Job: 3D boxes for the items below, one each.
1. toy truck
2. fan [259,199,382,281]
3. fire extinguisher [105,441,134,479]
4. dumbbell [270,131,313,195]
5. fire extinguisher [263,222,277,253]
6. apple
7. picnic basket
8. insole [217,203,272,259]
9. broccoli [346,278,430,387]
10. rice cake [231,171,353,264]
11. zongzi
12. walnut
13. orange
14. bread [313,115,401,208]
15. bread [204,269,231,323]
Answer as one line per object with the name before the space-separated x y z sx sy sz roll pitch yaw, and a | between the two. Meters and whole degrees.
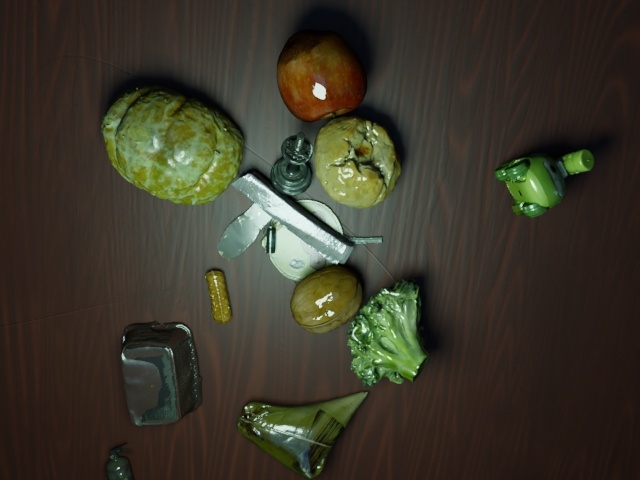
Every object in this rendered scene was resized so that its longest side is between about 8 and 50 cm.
toy truck | 0.551 -0.157 1.664 0.210 0.187 0.148 -32 97 -15
fan | 0.000 0.000 1.803 0.334 0.011 0.230 -2 103 3
fire extinguisher | -0.576 0.723 1.970 0.089 0.072 0.268 -8 103 11
dumbbell | -0.064 -0.198 1.653 0.110 0.254 0.110 3 70 -7
fire extinguisher | -0.137 -0.008 1.792 0.038 0.025 0.083 6 104 9
apple | -0.002 -0.400 1.603 0.229 0.230 0.230 1 103 2
picnic basket | -0.453 0.386 1.856 0.222 0.129 0.297 -4 104 2
insole | -0.188 -0.045 1.800 0.081 0.011 0.248 45 102 -5
broccoli | 0.204 0.262 1.733 0.247 0.245 0.288 -28 140 -26
rice cake | -0.070 -0.060 1.753 0.365 0.056 0.073 36 110 -7
zongzi | -0.056 0.478 1.874 0.273 0.145 0.300 35 86 0
walnut | 0.015 0.157 1.765 0.207 0.167 0.167 -31 100 10
orange | -0.383 -0.236 1.668 0.368 0.210 0.271 25 101 -6
bread | 0.102 -0.200 1.658 0.244 0.134 0.245 7 75 -27
bread | -0.281 0.155 1.836 0.052 0.044 0.157 -8 103 7
